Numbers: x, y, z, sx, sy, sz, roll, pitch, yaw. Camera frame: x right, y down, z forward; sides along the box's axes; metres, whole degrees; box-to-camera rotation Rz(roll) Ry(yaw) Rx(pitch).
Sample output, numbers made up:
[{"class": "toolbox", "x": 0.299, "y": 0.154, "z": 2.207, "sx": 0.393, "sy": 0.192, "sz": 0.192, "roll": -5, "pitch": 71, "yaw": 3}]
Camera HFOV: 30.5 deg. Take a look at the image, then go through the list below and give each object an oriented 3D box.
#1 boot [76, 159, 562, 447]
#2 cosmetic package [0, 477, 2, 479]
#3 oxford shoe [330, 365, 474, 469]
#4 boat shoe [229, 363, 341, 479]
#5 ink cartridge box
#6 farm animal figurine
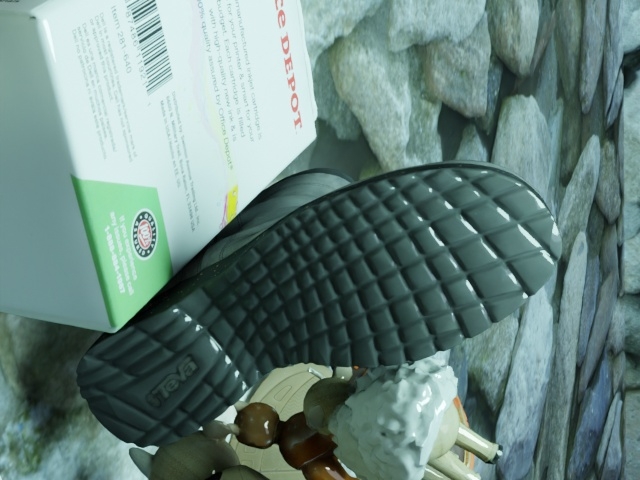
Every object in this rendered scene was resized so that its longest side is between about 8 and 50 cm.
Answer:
[{"class": "boot", "x": 0.000, "y": 0.000, "z": 0.798, "sx": 0.118, "sy": 0.338, "sz": 0.223, "roll": 63, "pitch": 22, "yaw": -18}, {"class": "cosmetic package", "x": -0.217, "y": 0.181, "z": 0.664, "sx": 0.060, "sy": 0.098, "sz": 0.239, "roll": -52, "pitch": 141, "yaw": -47}, {"class": "oxford shoe", "x": 0.047, "y": 0.119, "z": 1.087, "sx": 0.097, "sy": 0.271, "sz": 0.098, "roll": -40, "pitch": 144, "yaw": 8}, {"class": "boat shoe", "x": -0.036, "y": 0.254, "z": 1.067, "sx": 0.092, "sy": 0.102, "sz": 0.285, "roll": 74, "pitch": 23, "yaw": -69}, {"class": "ink cartridge box", "x": -0.122, "y": -0.103, "z": 0.773, "sx": 0.278, "sy": 0.117, "sz": 0.201, "roll": -49, "pitch": 138, "yaw": -49}, {"class": "farm animal figurine", "x": -0.068, "y": 0.214, "z": 0.791, "sx": 0.172, "sy": 0.327, "sz": 0.330, "roll": 36, "pitch": 71, "yaw": -11}]
